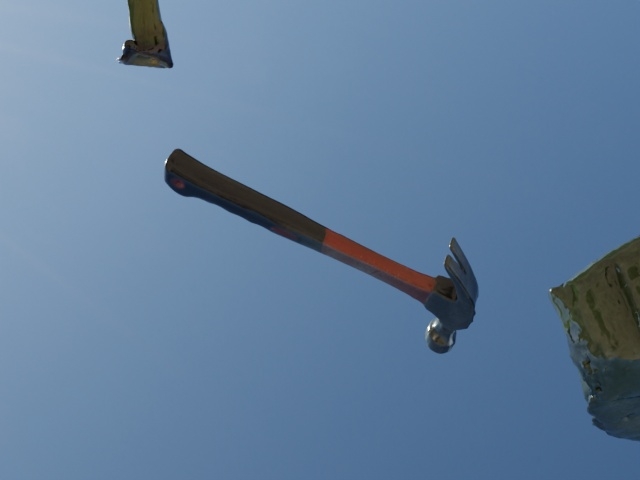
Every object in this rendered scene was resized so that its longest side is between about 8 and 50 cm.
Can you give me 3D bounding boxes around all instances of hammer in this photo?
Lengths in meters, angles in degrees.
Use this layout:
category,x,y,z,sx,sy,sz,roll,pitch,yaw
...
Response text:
category,x,y,z,sx,sy,sz,roll,pitch,yaw
hammer,0.000,-0.001,0.847,0.287,0.111,0.033,25,-130,2

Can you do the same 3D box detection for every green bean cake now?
category,x,y,z,sx,sy,sz,roll,pitch,yaw
green bean cake,0.312,0.070,0.804,0.227,0.222,0.125,-25,-126,20

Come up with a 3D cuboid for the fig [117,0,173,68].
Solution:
category,x,y,z,sx,sy,sz,roll,pitch,yaw
fig,-0.134,-0.213,0.508,0.151,0.151,0.259,-17,-116,-9
